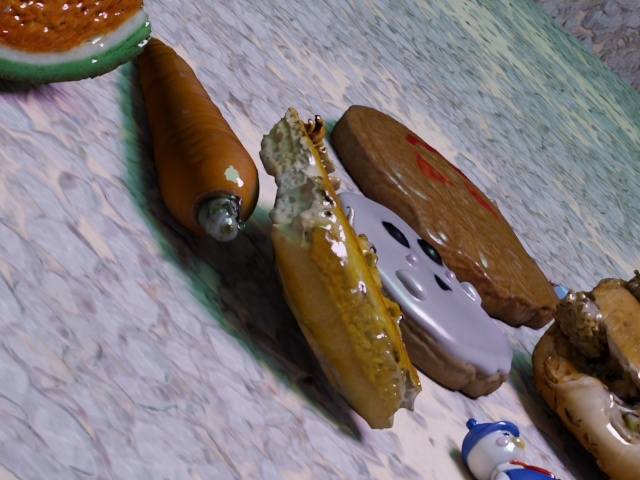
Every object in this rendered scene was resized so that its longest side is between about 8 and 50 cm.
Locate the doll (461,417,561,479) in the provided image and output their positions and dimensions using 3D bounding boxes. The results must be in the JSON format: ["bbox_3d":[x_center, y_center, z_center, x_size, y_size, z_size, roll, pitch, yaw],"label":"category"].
[{"bbox_3d":[0.143,0.178,1.309,0.098,0.058,0.143,28,19,-45],"label":"doll"}]

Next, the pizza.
[{"bbox_3d":[0.001,0.000,1.306,0.297,0.071,0.189,-99,163,-61],"label":"pizza"}]

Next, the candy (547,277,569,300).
[{"bbox_3d":[0.265,0.070,1.930,0.083,0.020,0.030,47,13,10],"label":"candy"}]

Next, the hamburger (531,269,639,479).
[{"bbox_3d":[0.315,0.114,1.609,0.260,0.211,0.245,44,8,-29],"label":"hamburger"}]

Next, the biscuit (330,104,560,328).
[{"bbox_3d":[0.124,-0.027,1.770,0.273,0.049,0.257,23,28,-51],"label":"biscuit"}]

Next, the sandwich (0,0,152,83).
[{"bbox_3d":[-0.199,-0.177,1.166,0.079,0.159,0.235,31,31,26],"label":"sandwich"}]

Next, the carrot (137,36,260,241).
[{"bbox_3d":[-0.096,-0.086,1.327,0.069,0.069,0.336,37,15,-29],"label":"carrot"}]

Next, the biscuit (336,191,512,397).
[{"bbox_3d":[0.077,0.037,1.495,0.208,0.049,0.181,54,17,19],"label":"biscuit"}]
